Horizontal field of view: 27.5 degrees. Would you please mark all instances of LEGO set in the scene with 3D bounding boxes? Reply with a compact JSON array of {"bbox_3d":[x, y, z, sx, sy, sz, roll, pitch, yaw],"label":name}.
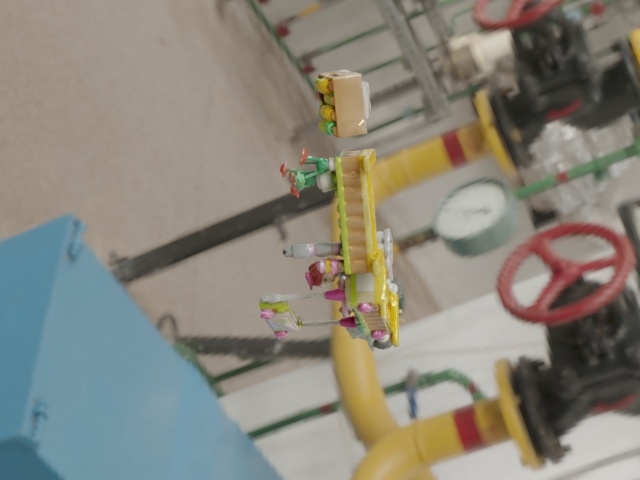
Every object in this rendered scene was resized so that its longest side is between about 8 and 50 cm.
[{"bbox_3d":[0.000,0.000,1.063,0.287,0.107,0.132,76,14,-47],"label":"LEGO set"}]
